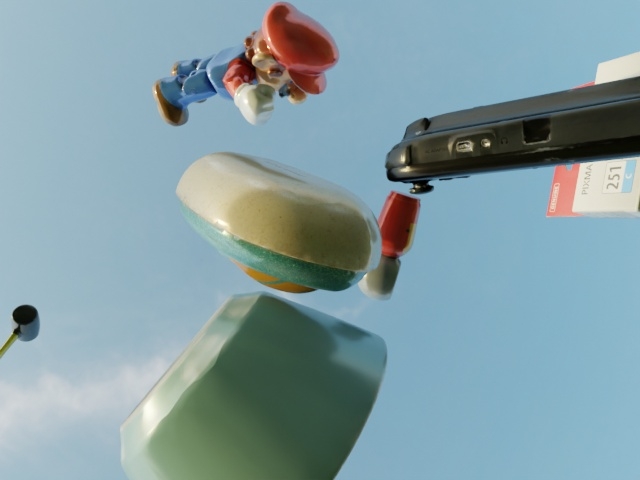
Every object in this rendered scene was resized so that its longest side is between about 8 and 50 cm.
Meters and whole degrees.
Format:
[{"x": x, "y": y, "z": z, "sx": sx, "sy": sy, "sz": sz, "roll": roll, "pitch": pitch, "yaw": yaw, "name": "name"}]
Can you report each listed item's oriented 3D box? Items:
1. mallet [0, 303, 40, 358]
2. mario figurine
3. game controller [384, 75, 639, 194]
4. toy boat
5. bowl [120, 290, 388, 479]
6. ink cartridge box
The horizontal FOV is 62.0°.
[{"x": -0.477, "y": 0.183, "z": 0.777, "sx": 0.039, "sy": 0.062, "sz": 0.190, "roll": 26, "pitch": -125, "yaw": -4, "name": "mallet"}, {"x": -0.109, "y": -0.250, "z": 0.864, "sx": 0.170, "sy": 0.320, "sz": 0.198, "roll": 20, "pitch": -113, "yaw": -56, "name": "mario figurine"}, {"x": 0.211, "y": -0.074, "z": 0.391, "sx": 0.166, "sy": 0.319, "sz": 0.067, "roll": -1, "pitch": -90, "yaw": -51, "name": "game controller"}, {"x": 0.000, "y": 0.000, "z": 0.630, "sx": 0.318, "sy": 0.267, "sz": 0.148, "roll": 6, "pitch": -75, "yaw": -41, "name": "toy boat"}, {"x": -0.089, "y": 0.176, "z": 0.567, "sx": 0.163, "sy": 0.311, "sz": 0.312, "roll": 40, "pitch": -100, "yaw": -5, "name": "bowl"}, {"x": 0.540, "y": -0.192, "z": 1.030, "sx": 0.066, "sy": 0.261, "sz": 0.297, "roll": 12, "pitch": -93, "yaw": -22, "name": "ink cartridge box"}]
